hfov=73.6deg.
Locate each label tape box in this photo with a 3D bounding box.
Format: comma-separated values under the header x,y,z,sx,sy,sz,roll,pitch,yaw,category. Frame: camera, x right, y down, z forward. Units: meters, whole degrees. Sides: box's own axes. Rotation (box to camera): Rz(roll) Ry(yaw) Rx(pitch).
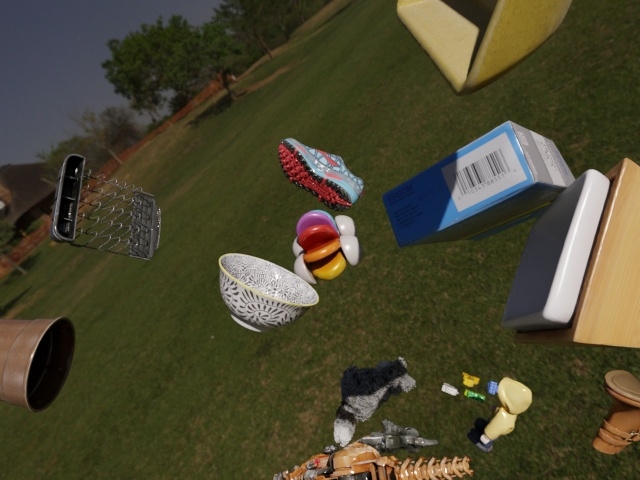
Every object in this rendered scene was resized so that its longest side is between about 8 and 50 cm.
x,y,z,sx,sy,sz,roll,pitch,yaw,category
0.307,-0.084,0.779,0.240,0.106,0.333,-29,-17,39,label tape box

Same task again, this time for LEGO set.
x,y,z,sx,sy,sz,roll,pitch,yaw,category
0.503,0.485,1.387,0.227,0.093,0.087,12,87,34,LEGO set

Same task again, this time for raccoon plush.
x,y,z,sx,sy,sz,roll,pitch,yaw,category
0.257,0.715,1.897,0.299,0.216,0.446,-19,28,23,raccoon plush

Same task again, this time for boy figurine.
x,y,z,sx,sy,sz,roll,pitch,yaw,category
0.508,0.499,1.217,0.092,0.285,0.177,33,49,29,boy figurine

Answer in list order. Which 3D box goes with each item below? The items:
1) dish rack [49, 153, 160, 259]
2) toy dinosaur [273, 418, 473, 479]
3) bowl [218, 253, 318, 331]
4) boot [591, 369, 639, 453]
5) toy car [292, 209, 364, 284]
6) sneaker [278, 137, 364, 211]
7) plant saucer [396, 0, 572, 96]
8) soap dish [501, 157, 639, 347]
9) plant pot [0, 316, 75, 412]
x,y,z,sx,sy,sz,roll,pitch,yaw,category
-0.504,-0.065,1.041,0.074,0.271,0.208,-17,66,34,dish rack
0.070,0.358,0.619,0.321,0.218,0.165,-8,69,47,toy dinosaur
-0.095,0.094,0.687,0.080,0.170,0.170,-66,21,11,bowl
0.778,0.457,1.118,0.220,0.283,0.109,-59,33,22,boot
0.000,0.000,0.964,0.159,0.136,0.182,-26,34,12,toy car
0.002,-0.181,1.126,0.125,0.262,0.104,-37,-17,-41,sneaker
0.170,-0.331,0.362,0.333,0.080,0.333,-93,13,-51,plant saucer
0.370,0.047,0.618,0.291,0.118,0.229,50,-119,-73,soap dish
-0.561,0.210,0.762,0.167,0.165,0.167,-172,90,-84,plant pot
